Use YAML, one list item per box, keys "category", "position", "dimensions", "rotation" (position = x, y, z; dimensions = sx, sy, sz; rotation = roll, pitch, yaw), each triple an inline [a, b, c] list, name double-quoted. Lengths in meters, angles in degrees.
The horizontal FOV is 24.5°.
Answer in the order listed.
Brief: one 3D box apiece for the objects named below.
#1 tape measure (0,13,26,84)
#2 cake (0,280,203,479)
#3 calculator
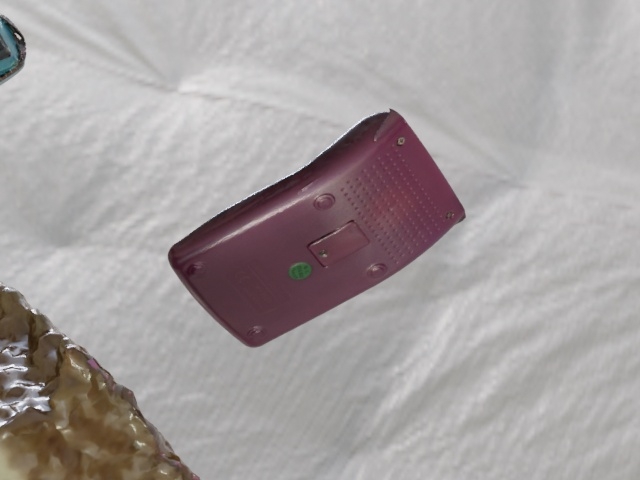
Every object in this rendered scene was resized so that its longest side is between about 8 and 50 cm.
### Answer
- category: "tape measure"
  position: [-0.363, -0.174, 1.472]
  dimensions: [0.146, 0.125, 0.081]
  rotation: [-29, -87, -4]
- category: "cake"
  position: [-0.220, 0.197, 0.906]
  dimensions: [0.290, 0.282, 0.256]
  rotation: [-43, -149, -16]
- category: "calculator"
  position: [0.000, 0.000, 1.014]
  dimensions: [0.190, 0.126, 0.034]
  rotation: [-32, -135, 7]
